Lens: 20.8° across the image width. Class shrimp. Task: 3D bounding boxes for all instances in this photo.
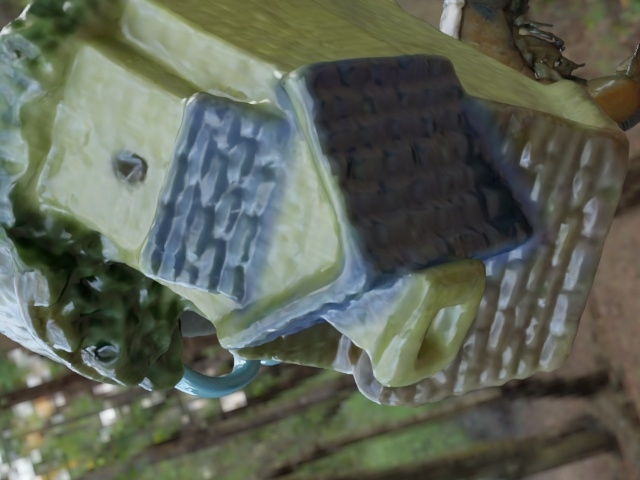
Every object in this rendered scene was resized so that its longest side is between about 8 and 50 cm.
[{"bbox_3d":[0.210,-0.209,1.600,0.054,0.222,0.290,124,147,-57],"label":"shrimp"}]

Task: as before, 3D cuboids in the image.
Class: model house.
[{"bbox_3d":[0.000,0.000,0.971,0.321,0.266,0.261,-11,-57,-53],"label":"model house"}]

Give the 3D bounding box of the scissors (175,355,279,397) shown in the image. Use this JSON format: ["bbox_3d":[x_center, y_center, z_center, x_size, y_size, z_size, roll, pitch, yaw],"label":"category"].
[{"bbox_3d":[-0.147,-0.092,1.384,0.192,0.029,0.447,-29,-87,-47],"label":"scissors"}]
